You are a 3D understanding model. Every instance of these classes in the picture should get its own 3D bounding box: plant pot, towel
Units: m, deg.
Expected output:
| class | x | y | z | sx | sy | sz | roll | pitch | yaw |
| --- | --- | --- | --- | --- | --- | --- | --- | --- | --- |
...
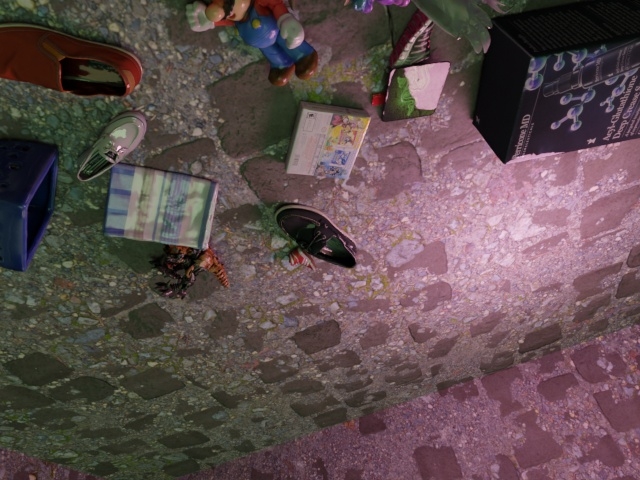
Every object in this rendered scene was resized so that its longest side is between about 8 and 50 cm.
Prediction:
| class | x | y | z | sx | sy | sz | roll | pitch | yaw |
| --- | --- | --- | --- | --- | --- | --- | --- | --- | --- |
| plant pot | -0.763 | -0.099 | 1.050 | 0.212 | 0.236 | 0.236 | 15 | 131 | -20 |
| towel | -0.432 | -0.086 | 1.232 | 0.285 | 0.034 | 0.209 | 10 | 106 | -23 |

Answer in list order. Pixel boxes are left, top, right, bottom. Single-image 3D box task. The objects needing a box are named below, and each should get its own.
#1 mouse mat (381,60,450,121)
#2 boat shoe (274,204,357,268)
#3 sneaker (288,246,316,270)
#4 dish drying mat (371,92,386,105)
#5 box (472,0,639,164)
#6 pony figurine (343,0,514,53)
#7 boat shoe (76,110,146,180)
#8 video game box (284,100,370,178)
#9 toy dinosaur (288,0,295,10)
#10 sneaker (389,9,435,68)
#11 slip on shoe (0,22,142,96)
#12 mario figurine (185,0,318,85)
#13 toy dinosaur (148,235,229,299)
| class | x | y | z | sx | sy | sz | roll | pitch | yaw |
| --- | --- | --- | --- | --- | --- | --- | --- | --- | --- |
| mouse mat | 0.238 | -0.374 | 1.149 | 0.152 | 0.007 | 0.190 | -10 | 153 | -5 |
| boat shoe | -0.003 | 0.003 | 1.442 | 0.127 | 0.113 | 0.340 | -36 | 133 | 22 |
| sneaker | -0.066 | 0.074 | 1.553 | 0.067 | 0.042 | 0.118 | -30 | 128 | 11 |
| dish drying mat | 0.175 | -0.371 | 1.174 | 0.083 | 0.008 | 0.032 | -10 | 138 | -6 |
| box | 0.624 | -0.398 | 1.118 | 0.395 | 0.212 | 0.293 | -12 | 138 | -2 |
| pony figurine | 0.226 | -0.551 | 0.829 | 0.351 | 0.303 | 0.363 | 32 | 133 | 6 |
| boat shoe | -0.508 | -0.219 | 1.098 | 0.226 | 0.076 | 0.083 | -36 | 134 | 22 |
| video game box | 0.015 | -0.265 | 1.214 | 0.187 | 0.048 | 0.205 | 5 | 134 | -17 |
| toy dinosaur | -0.076 | -0.584 | 0.799 | 0.200 | 0.127 | 0.296 | 0 | 140 | -16 |
| sneaker | 0.234 | -0.467 | 1.050 | 0.074 | 0.063 | 0.170 | 12 | 136 | -26 |
| slip on shoe | -0.545 | -0.360 | 0.923 | 0.331 | 0.101 | 0.123 | 4 | 136 | -17 |
| mario figurine | -0.153 | -0.430 | 0.907 | 0.198 | 0.170 | 0.320 | -32 | 136 | 21 |
| toy dinosaur | -0.402 | 0.068 | 1.390 | 0.218 | 0.164 | 0.322 | -41 | 112 | 4 |
